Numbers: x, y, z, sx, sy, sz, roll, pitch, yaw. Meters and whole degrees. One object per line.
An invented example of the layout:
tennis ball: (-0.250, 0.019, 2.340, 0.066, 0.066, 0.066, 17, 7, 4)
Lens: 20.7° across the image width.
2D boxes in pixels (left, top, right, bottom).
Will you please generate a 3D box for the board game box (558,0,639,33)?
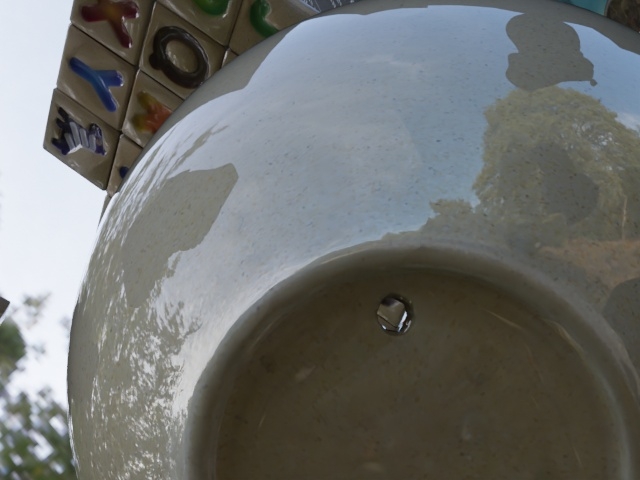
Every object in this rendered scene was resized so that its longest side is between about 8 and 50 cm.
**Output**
board game box: (0.216, -0.029, 0.833, 0.254, 0.079, 0.336, -44, -72, -42)

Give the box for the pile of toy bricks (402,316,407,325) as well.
pile of toy bricks: (0.000, 0.000, 1.029, 0.118, 0.212, 0.105, -62, -27, -54)

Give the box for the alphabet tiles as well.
alphabet tiles: (-0.043, -0.018, 0.787, 0.009, 0.198, 0.237, -41, -20, -44)

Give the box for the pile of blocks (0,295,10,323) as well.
pile of blocks: (-0.404, 0.064, 1.204, 0.362, 0.149, 0.113, 10, -42, -20)

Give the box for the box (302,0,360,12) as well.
box: (0.117, -0.254, 1.274, 0.293, 0.212, 0.395, -21, -17, -17)

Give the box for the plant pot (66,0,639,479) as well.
plant pot: (0.037, 0.055, 0.573, 0.284, 0.191, 0.284, 1, -85, 8)
